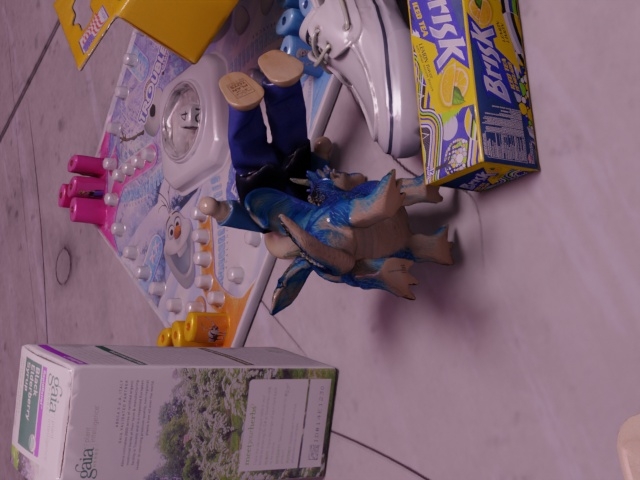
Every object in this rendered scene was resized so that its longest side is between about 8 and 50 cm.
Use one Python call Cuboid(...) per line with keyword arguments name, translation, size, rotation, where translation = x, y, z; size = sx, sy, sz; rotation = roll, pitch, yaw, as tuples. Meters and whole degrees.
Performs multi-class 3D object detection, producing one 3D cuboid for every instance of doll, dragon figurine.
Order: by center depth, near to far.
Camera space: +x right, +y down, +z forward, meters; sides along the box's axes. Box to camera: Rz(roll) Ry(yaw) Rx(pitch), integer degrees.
Cuboid(name="dragon figurine", translation=(0.000, 0.000, 0.758), size=(0.144, 0.289, 0.085), rotation=(-8, 99, 25))
Cuboid(name="doll", translation=(-0.041, -0.055, 0.881), size=(0.046, 0.129, 0.189), rotation=(41, 154, 36))

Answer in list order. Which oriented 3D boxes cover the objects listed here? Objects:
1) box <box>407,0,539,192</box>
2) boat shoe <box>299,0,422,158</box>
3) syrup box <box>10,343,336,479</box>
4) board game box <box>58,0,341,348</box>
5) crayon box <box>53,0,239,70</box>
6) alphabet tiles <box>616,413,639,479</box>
Cuboid(name="box", translation=(0.101, -0.123, 0.757), size=(0.059, 0.054, 0.169), rotation=(-22, 67, 51))
Cuboid(name="boat shoe", translation=(0.022, -0.153, 0.835), size=(0.083, 0.075, 0.226), rotation=(93, 169, -55))
Cuboid(name="syrup box", translation=(-0.111, 0.134, 0.859), size=(0.096, 0.236, 0.093), rotation=(11, 95, 54))
Cuboid(name="board game box", translation=(-0.137, -0.118, 1.091), size=(0.390, 0.050, 0.390), rotation=(45, 121, 47))
Cuboid(name="crayon box", translation=(-0.097, -0.286, 0.931), size=(0.323, 0.083, 0.203), rotation=(-53, 31, 12))
Cuboid(name="alphabet tiles", translation=(0.234, 0.216, 0.552), size=(0.278, 0.021, 0.284), rotation=(-33, 59, 50))
